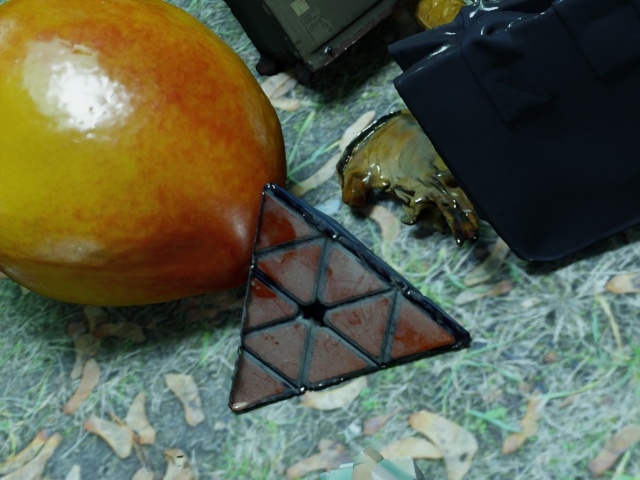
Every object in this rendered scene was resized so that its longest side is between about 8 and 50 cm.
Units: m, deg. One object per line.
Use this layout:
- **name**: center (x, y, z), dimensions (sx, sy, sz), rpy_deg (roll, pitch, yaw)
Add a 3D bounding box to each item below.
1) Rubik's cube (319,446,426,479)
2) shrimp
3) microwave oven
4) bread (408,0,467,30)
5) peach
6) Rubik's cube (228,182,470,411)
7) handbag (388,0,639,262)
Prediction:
- **Rubik's cube**: center (0.041, 0.195, 1.208), dimensions (0.075, 0.073, 0.084), rpy_deg (-22, 41, 8)
- **shrimp**: center (0.083, -0.033, 1.416), dimensions (0.117, 0.066, 0.262), rpy_deg (-40, 27, 15)
- **microwave oven**: center (-0.037, -0.304, 1.581), dimensions (0.178, 0.247, 0.188), rpy_deg (-39, 21, -11)
- **bread**: center (0.130, -0.199, 1.553), dimensions (0.044, 0.052, 0.157), rpy_deg (-29, 43, -6)
- **peach**: center (-0.177, -0.084, 1.443), dimensions (0.308, 0.289, 0.289), rpy_deg (9, 54, 41)
- **Rubik's cube**: center (0.000, 0.000, 1.379), dimensions (0.211, 0.190, 0.178), rpy_deg (-14, 27, 9)
- **handbag**: center (0.234, -0.149, 1.261), dimensions (0.325, 0.269, 0.118), rpy_deg (-26, 36, 18)
